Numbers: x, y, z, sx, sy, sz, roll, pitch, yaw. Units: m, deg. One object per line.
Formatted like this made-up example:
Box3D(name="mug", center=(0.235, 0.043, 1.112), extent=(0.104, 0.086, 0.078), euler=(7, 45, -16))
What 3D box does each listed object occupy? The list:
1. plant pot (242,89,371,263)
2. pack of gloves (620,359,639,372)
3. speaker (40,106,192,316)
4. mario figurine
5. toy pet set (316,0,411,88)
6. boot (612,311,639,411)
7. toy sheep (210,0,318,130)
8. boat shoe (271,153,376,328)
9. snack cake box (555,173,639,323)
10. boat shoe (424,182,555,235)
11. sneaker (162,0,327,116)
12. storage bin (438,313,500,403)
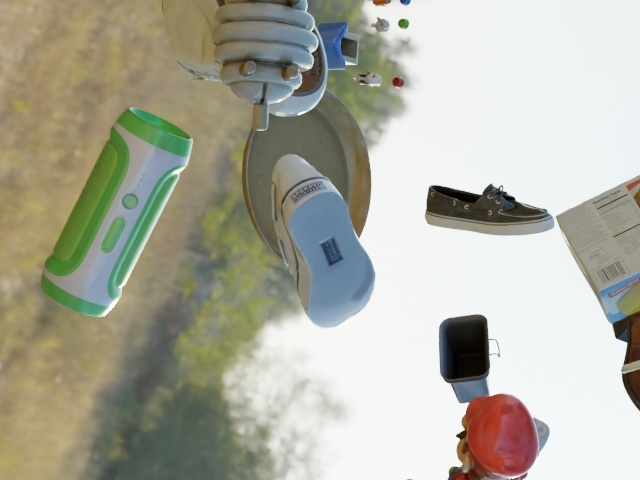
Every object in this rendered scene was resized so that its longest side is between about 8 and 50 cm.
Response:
Box3D(name="plant pot", center=(-0.021, -0.077, 1.865), extent=(0.032, 0.236, 0.236), euler=(-1, -117, 40))
Box3D(name="pack of gloves", center=(0.559, 0.118, 2.098), extent=(0.232, 0.046, 0.195), euler=(-23, 176, 39))
Box3D(name="speaker", center=(-0.300, -0.042, 2.181), extent=(0.296, 0.131, 0.131), euler=(-62, -175, 10))
Box3D(name="mario figurine", center=(0.238, 0.353, 2.309), extent=(0.198, 0.170, 0.320), euler=(-43, 155, -52))
Box3D(name="toy pet set", center=(0.048, -0.260, 1.910), extent=(0.065, 0.114, 0.122), euler=(6, 87, -58))
Box3D(name="boot", center=(0.574, 0.125, 2.224), extent=(0.280, 0.096, 0.264), euler=(-48, -151, 37))
Box3D(name="toy sheep", center=(-0.043, -0.150, 1.135), extent=(0.091, 0.091, 0.132), euler=(151, -53, -84))
Box3D(name="boat shoe", center=(0.000, 0.000, 1.668), extent=(0.258, 0.095, 0.084), euler=(81, -18, -51))
Box3D(name="snack cake box", center=(0.478, -0.017, 2.040), extent=(0.089, 0.264, 0.152), euler=(60, 6, -48))
Box3D(name="boat shoe", center=(0.275, -0.058, 2.436), extent=(0.080, 0.228, 0.076), euler=(-27, 118, -50))
Box3D(name="sneaker", center=(-0.081, -0.193, 1.518), extent=(0.290, 0.106, 0.123), euler=(56, -37, 42))
Box3D(name="storage bin", center=(0.256, 0.204, 2.498), extent=(0.091, 0.098, 0.135), euler=(69, 17, -45))
